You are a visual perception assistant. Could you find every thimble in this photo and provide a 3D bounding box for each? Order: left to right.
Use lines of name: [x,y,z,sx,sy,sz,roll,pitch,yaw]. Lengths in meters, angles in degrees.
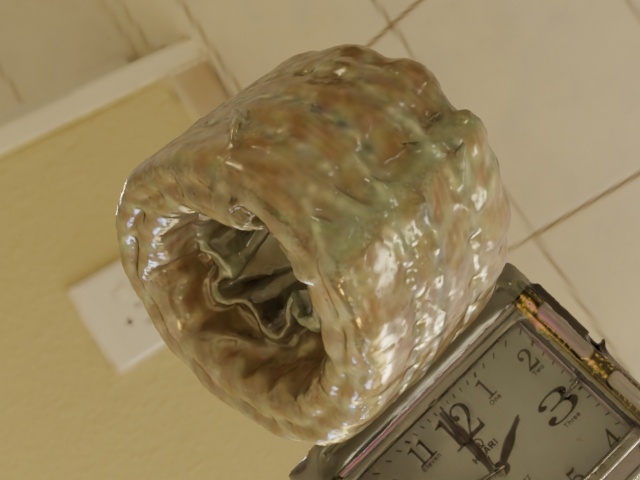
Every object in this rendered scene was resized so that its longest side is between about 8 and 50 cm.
thimble: [-0.005,-0.001,0.834,0.196,0.148,0.229,39,149,16]

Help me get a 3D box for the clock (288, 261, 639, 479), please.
clock: [0.122,0.164,1.106,0.186,0.253,0.083,45,169,14]
